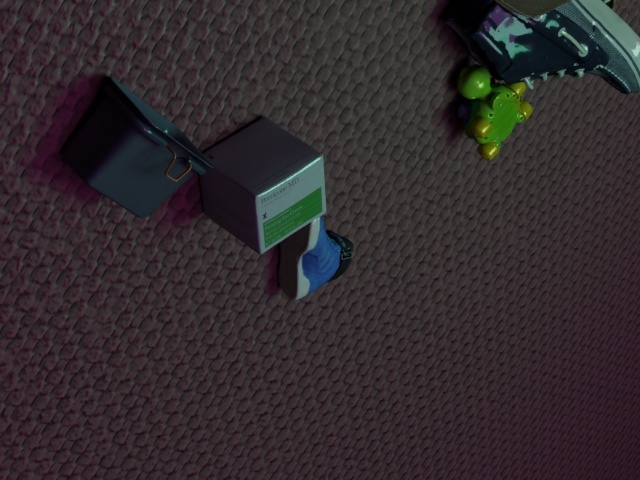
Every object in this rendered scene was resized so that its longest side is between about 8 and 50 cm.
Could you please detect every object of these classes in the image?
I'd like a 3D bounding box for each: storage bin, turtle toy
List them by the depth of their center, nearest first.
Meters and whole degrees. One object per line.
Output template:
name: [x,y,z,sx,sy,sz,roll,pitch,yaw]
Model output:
storage bin: [-0.182,-0.080,1.551,0.091,0.098,0.135,-47,147,5]
turtle toy: [0.210,-0.170,1.983,0.095,0.066,0.130,-48,146,-14]

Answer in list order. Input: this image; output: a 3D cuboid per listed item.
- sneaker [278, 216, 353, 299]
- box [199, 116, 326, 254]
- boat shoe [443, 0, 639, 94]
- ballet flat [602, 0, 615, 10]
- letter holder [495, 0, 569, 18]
sneaker: [-0.001,-0.001,1.868,0.084,0.058,0.152,-25,141,-30]
box: [-0.062,-0.060,1.702,0.101,0.102,0.087,-33,139,-29]
boat shoe: [0.283,-0.243,1.953,0.158,0.127,0.340,-51,130,2]
ballet flat: [0.362,-0.376,1.998,0.073,0.067,0.206,-34,141,-28]
letter holder: [0.141,-0.342,1.595,0.214,0.152,0.302,-27,151,21]
